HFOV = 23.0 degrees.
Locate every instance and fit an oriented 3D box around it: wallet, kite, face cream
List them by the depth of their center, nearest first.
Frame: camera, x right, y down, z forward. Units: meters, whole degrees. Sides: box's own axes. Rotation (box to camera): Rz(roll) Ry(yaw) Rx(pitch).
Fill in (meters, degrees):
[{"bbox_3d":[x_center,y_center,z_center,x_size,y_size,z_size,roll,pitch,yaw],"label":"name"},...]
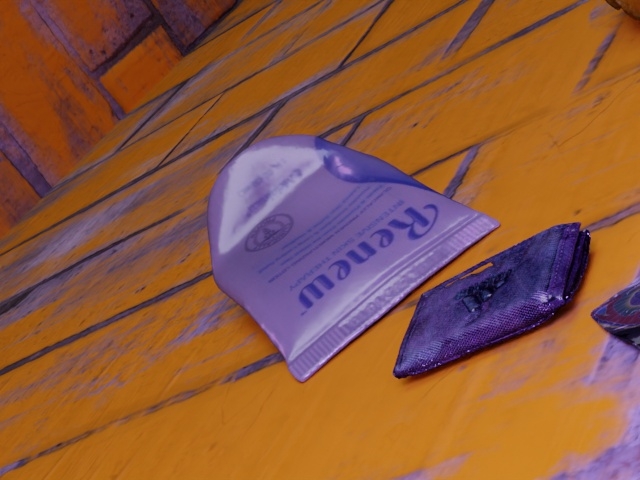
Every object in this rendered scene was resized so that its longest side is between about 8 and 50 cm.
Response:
[{"bbox_3d":[0.257,0.047,1.016,0.152,0.015,0.285,-34,15,10],"label":"kite"},{"bbox_3d":[0.136,0.052,1.247,0.166,0.030,0.111,-28,22,33],"label":"wallet"},{"bbox_3d":[0.000,0.000,1.607,0.234,0.137,0.420,-37,26,-8],"label":"face cream"}]

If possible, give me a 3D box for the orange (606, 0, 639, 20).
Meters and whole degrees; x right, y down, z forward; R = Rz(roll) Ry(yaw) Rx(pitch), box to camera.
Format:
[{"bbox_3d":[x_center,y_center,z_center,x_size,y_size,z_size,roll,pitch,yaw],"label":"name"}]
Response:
[{"bbox_3d":[0.376,-0.358,1.646,0.263,0.196,0.334,-62,11,19],"label":"orange"}]
